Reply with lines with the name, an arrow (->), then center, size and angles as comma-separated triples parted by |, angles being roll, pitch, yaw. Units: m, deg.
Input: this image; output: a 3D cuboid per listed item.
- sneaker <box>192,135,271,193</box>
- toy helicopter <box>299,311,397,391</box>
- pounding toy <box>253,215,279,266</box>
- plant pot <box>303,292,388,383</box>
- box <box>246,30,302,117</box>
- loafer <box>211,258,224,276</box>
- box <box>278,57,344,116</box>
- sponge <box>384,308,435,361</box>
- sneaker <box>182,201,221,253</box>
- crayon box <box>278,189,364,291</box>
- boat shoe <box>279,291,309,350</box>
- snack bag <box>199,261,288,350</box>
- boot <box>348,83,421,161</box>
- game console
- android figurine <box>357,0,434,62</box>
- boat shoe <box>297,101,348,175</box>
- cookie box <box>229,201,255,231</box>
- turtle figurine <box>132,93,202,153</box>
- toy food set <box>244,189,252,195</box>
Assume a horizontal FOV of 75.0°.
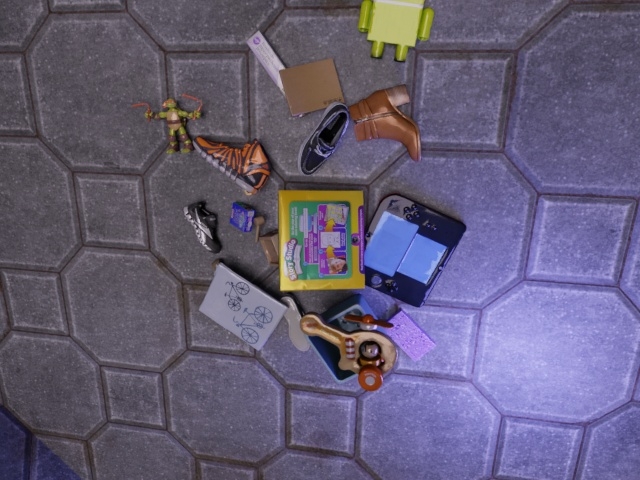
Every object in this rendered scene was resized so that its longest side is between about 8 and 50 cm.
sneaker -> -0.322, -0.336, 1.599 | 0.321, 0.124, 0.180 | 37, 96, 0
toy helicopter -> 0.099, 0.331, 1.430 | 0.354, 0.140, 0.235 | 25, 107, 5
pounding toy -> -0.187, -0.009, 1.664 | 0.094, 0.181, 0.206 | -26, 103, -28
plant pot -> 0.118, 0.349, 1.632 | 0.247, 0.252, 0.247 | -31, 99, 16
box -> -0.140, -0.597, 1.509 | 0.063, 0.067, 0.324 | -34, 98, 16
loafer -> -0.426, 0.150, 1.778 | 0.050, 0.056, 0.148 | -9, 99, 17
box -> -0.030, -0.543, 1.478 | 0.201, 0.021, 0.165 | -17, 95, -9
sponge -> 0.362, 0.392, 1.718 | 0.210, 0.031, 0.117 | 45, 108, -4
sneaker -> -0.464, -0.058, 1.711 | 0.106, 0.078, 0.235 | -28, 97, 18
crayon box -> 0.000, 0.000, 1.545 | 0.312, 0.106, 0.364 | -1, 89, -5
boat shoe -> -0.102, 0.341, 1.760 | 0.095, 0.079, 0.255 | -22, 98, 17
snack bag -> -0.338, 0.286, 1.764 | 0.342, 0.037, 0.323 | 33, 125, 1
boot -> 0.232, -0.388, 1.478 | 0.219, 0.109, 0.284 | -17, 100, 13
game console -> 0.324, 0.039, 1.611 | 0.341, 0.060, 0.387 | 25, 109, 2
android figurine -> 0.253, -0.752, 1.401 | 0.247, 0.056, 0.273 | 10, 108, 7
boat shoe -> 0.011, -0.350, 1.509 | 0.108, 0.102, 0.301 | 24, 118, -25
cookie box -> -0.313, -0.095, 1.666 | 0.107, 0.040, 0.092 | 30, 114, 40
turtle figurine -> -0.574, -0.452, 1.614 | 0.269, 0.087, 0.218 | -3, 113, 2
toy food set -> -0.278, -0.225, 1.661 | 0.083, 0.020, 0.083 | -24, 100, 16
